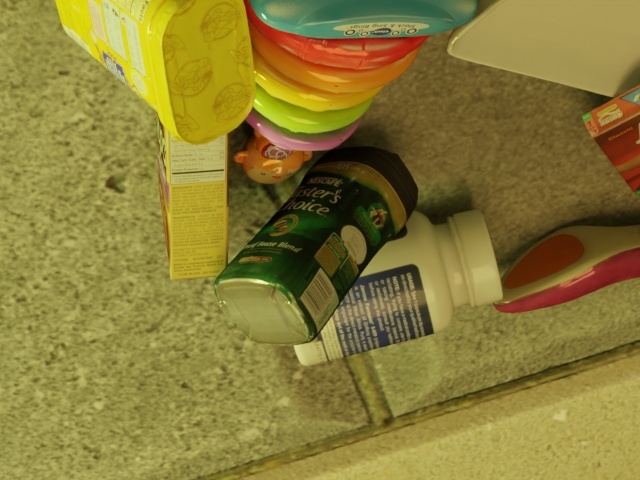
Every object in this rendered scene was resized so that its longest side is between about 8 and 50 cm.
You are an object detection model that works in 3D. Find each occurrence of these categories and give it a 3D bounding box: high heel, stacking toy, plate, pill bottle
[{"bbox_3d":[0.280,0.029,1.624,0.244,0.082,0.117,-30,122,-1],"label":"high heel"},{"bbox_3d":[-0.012,-0.136,1.380,0.175,0.165,0.302,-3,146,-21],"label":"stacking toy"},{"bbox_3d":[0.264,-0.215,1.345,0.278,0.045,0.277,6,143,-46],"label":"plate"},{"bbox_3d":[0.059,0.035,1.561,0.187,0.112,0.112,-14,133,2],"label":"pill bottle"}]

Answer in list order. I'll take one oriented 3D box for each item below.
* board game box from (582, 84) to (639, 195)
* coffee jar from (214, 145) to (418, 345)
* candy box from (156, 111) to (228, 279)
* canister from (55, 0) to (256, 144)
[{"bbox_3d":[0.368,-0.136,1.497,0.281,0.027,0.145,-29,150,14],"label":"board game box"},{"bbox_3d":[0.000,0.000,1.465,0.096,0.184,0.079,-4,127,45],"label":"coffee jar"},{"bbox_3d":[-0.104,-0.073,1.432,0.053,0.109,0.186,-4,131,-9],"label":"candy box"},{"bbox_3d":[-0.127,-0.163,1.300,0.073,0.170,0.126,-30,138,-23],"label":"canister"}]
